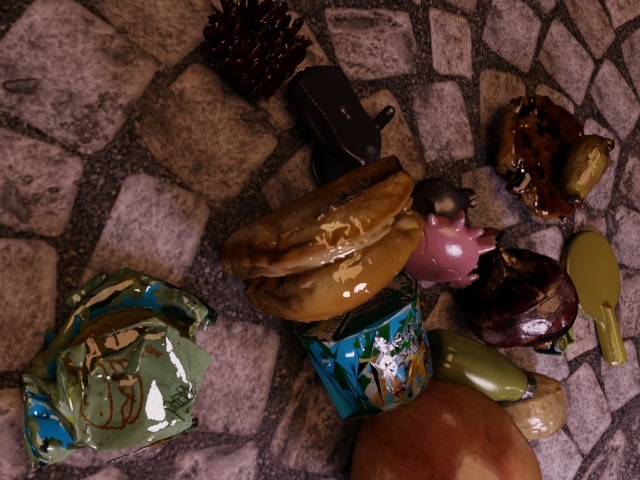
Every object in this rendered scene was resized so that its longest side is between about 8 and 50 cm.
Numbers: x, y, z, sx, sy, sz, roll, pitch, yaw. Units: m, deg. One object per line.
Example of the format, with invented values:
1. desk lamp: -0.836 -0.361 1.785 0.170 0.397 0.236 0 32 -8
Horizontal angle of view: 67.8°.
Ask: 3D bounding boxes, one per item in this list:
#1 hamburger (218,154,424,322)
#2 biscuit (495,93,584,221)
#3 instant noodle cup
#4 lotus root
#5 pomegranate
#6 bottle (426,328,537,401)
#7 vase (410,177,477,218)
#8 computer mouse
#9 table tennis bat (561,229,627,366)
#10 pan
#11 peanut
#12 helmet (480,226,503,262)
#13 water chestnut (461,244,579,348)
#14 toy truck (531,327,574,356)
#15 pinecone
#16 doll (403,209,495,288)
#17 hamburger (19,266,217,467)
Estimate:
1. hamburger: 0.006 -0.002 0.743 0.284 0.304 0.174 -38 106 -24
2. biscuit: 0.533 -0.197 1.152 0.333 0.081 0.290 24 76 -28
3. instant noodle cup: 0.085 0.175 0.832 0.240 0.240 0.178 -31 109 -25
4. lotus root: 0.597 -0.157 1.096 0.108 0.094 0.191 38 79 -23
5. pomegranate: 0.221 0.415 0.817 0.337 0.338 0.339 1 87 -27
6. bottle: 0.330 0.271 0.989 0.260 0.112 0.112 22 78 -16
7. vase: 0.262 -0.073 0.994 0.182 0.120 0.120 -11 93 -41
8. computer mouse: 0.028 -0.222 0.870 0.122 0.073 0.217 -30 88 -34
9. table tennis bat: 0.735 0.153 1.258 0.224 0.054 0.369 -18 91 -28
10. pan: 0.072 -0.182 0.941 0.136 0.028 0.235 47 72 -18
11. peanut: 0.486 0.371 1.081 0.159 0.109 0.141 -39 105 -22
12. helmet: 0.368 0.004 1.073 0.065 0.049 0.084 13 110 -57
13. water chestnut: 0.403 0.111 0.994 0.238 0.223 0.224 48 68 -19
14. toy truck: 0.538 0.167 1.134 0.116 0.085 0.191 -25 97 -31
15. pinecone: -0.114 -0.332 0.787 0.165 0.163 0.163 39 70 -3
16. doll: 0.224 0.023 0.915 0.262 0.211 0.093 36 48 -34
17. hamburger: -0.272 0.179 0.679 0.260 0.150 0.276 14 81 -28
